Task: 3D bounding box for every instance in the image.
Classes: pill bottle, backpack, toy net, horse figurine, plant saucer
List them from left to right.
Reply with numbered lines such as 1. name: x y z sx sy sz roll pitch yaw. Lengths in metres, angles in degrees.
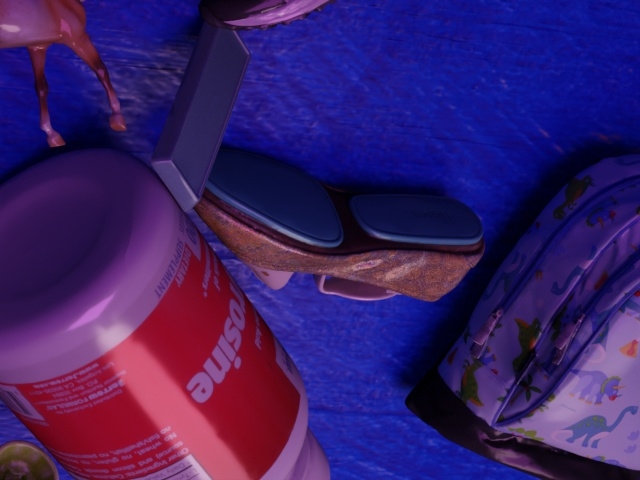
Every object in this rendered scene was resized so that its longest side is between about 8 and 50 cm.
1. toy net: -0.326 0.240 1.628 0.122 0.232 0.045 46 130 -7
2. horse figurine: -0.251 -0.153 1.481 0.263 0.066 0.174 -19 98 -49
3. pill bottle: -0.152 0.126 1.723 0.229 0.229 0.407 -37 131 -3
4. plant saucer: -0.100 -0.117 1.645 0.018 0.192 0.067 -7 136 27
5. backpack: 0.304 0.088 1.963 0.290 0.273 0.355 22 95 -30

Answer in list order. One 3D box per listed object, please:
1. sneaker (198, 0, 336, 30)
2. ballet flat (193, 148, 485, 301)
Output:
1. sneaker: 0.003 -0.274 1.651 0.271 0.100 0.108 -35 116 -10
2. ballet flat: 0.000 0.000 1.809 0.348 0.123 0.123 9 114 -33
